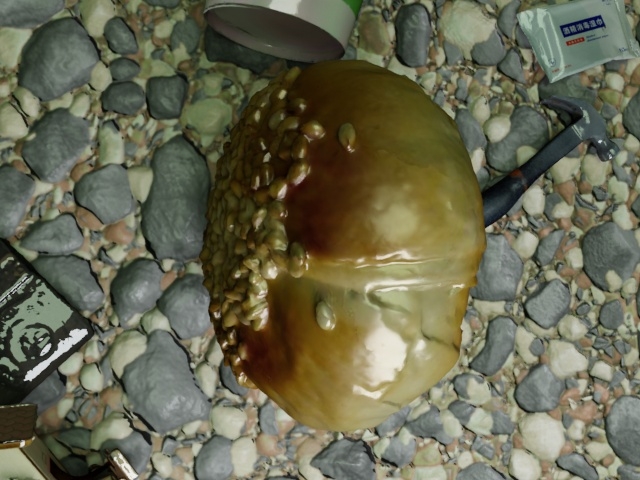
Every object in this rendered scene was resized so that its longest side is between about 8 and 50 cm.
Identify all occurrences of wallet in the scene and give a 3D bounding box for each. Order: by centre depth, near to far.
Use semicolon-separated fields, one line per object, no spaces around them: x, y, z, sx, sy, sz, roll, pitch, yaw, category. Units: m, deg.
-0.446;0.161;0.747;0.321;0.044;0.170;-45;97;-12;wallet

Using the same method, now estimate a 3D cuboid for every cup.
-0.029;-0.388;0.806;0.252;0.253;0.274;15;90;-11;cup

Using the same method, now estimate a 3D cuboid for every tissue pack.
0.414;-0.326;0.998;0.192;0.026;0.123;-19;89;-14;tissue pack

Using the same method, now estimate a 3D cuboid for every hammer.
0.317;-0.112;0.951;0.289;0.037;0.137;-37;94;-14;hammer

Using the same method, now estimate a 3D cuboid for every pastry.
0.000;0.000;0.704;0.244;0.409;0.410;5;84;-23;pastry

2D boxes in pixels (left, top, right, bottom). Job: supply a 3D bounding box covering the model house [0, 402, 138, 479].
-0.388;0.292;0.665;0.326;0.169;0.244;-34;104;-13;model house
